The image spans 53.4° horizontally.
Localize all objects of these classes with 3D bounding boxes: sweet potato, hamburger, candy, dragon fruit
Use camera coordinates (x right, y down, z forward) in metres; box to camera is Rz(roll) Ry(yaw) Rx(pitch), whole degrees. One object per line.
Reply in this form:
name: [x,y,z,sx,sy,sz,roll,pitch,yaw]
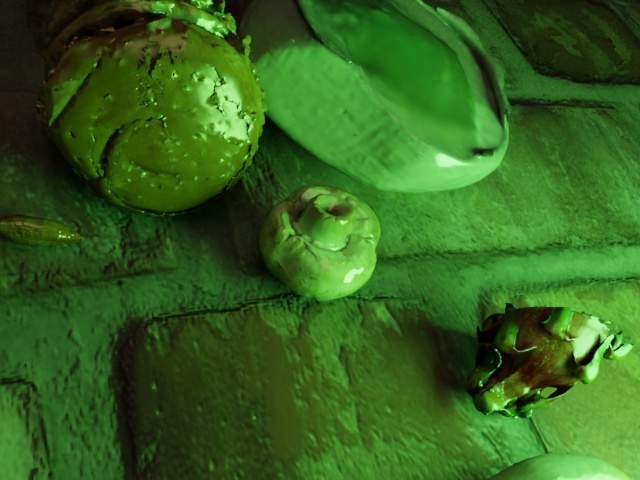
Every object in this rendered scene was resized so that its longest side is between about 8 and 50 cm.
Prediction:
sweet potato: [-0.302,-0.009,0.677,0.095,0.034,0.034,12,48,-25]
hamburger: [-0.181,-0.169,0.731,0.260,0.245,0.211,34,27,-41]
candy: [0.078,-0.241,0.905,0.386,0.186,0.427,27,45,-9]
dragon fruit: [0.237,0.133,0.709,0.175,0.138,0.142,-49,35,-12]

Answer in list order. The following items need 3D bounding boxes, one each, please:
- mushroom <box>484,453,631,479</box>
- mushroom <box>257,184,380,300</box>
mushroom: [0.159,0.282,0.565,0.351,0.095,0.122,-17,79,-30]
mushroom: [0.000,0.000,0.725,0.148,0.112,0.148,11,40,-10]
